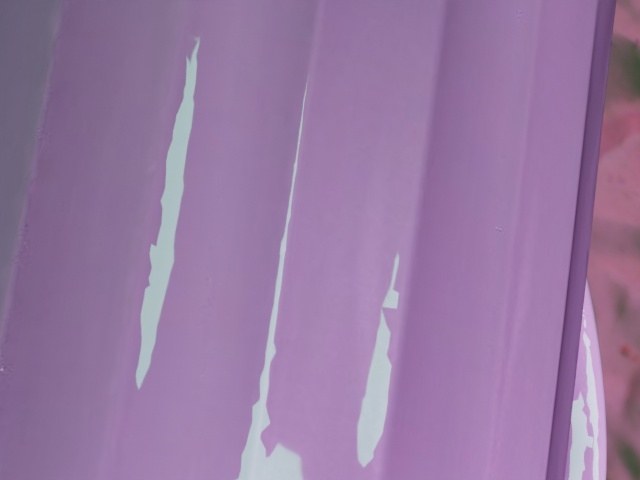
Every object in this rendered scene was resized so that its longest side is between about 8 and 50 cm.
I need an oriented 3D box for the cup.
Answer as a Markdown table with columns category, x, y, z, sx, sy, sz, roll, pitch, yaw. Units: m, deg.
| category | x | y | z | sx | sy | sz | roll | pitch | yaw |
| --- | --- | --- | --- | --- | --- | --- | --- | --- | --- |
| cup | 0.000 | 0.000 | 0.673 | 0.323 | 0.237 | 0.327 | 27 | 64 | -43 |
